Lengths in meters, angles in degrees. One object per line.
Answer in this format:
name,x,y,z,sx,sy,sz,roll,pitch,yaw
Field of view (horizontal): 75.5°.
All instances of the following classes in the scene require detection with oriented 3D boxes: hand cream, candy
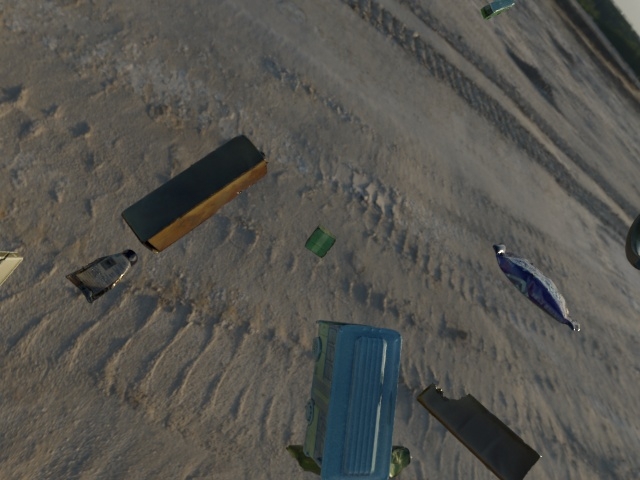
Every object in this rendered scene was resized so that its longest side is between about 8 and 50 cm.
hand cream,-0.392,0.059,0.753,0.062,0.039,0.163,57,16,-11
candy,0.521,0.108,1.012,0.145,0.070,0.275,4,44,-54

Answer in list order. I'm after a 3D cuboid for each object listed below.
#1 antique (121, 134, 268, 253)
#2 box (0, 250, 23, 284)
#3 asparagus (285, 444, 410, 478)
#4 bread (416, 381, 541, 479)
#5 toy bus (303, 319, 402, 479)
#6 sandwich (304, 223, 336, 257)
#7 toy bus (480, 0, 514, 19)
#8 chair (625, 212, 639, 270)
antique,-0.258,-0.102,0.889,0.310,0.093,0.087,-38,79,-12
box,-0.657,0.062,0.742,0.029,0.109,0.198,42,3,10
asparagus,0.052,0.549,1.038,0.085,0.343,0.082,-65,140,-55
bread,0.305,0.369,0.818,0.226,0.088,0.049,40,-10,35
toy bus,0.063,0.339,0.910,0.152,0.190,0.312,9,82,-17
sandwich,0.000,0.000,1.307,0.074,0.074,0.116,36,6,-3
toy bus,0.422,-0.558,0.989,0.083,0.037,0.031,-32,101,-24
chair,0.530,0.038,0.467,0.272,0.188,0.166,43,-1,12
